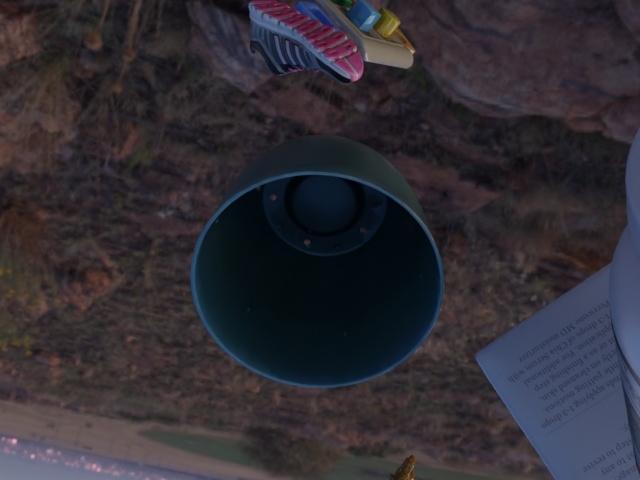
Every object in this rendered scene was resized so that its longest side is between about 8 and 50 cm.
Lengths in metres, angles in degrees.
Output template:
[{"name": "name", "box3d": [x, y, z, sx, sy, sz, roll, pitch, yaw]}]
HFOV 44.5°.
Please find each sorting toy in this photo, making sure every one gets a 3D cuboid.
[{"name": "sorting toy", "box3d": [0.055, -0.343, 1.144, 0.047, 0.196, 0.347, -43, 167, 26]}]

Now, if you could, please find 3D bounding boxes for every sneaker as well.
[{"name": "sneaker", "box3d": [-0.023, -0.227, 0.953, 0.170, 0.063, 0.075, 34, 132, 17]}]

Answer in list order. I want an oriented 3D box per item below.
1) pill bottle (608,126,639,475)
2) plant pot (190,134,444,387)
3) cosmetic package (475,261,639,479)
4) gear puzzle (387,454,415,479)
[{"name": "pill bottle", "box3d": [0.302, 0.069, 0.501, 0.210, 0.210, 0.363, 1, 144, 27]}, {"name": "plant pot", "box3d": [0.000, 0.000, 0.998, 0.293, 0.235, 0.293, 1, 118, 2]}, {"name": "cosmetic package", "box3d": [0.385, 0.251, 0.788, 0.230, 0.453, 0.161, -35, 152, 9]}, {"name": "gear puzzle", "box3d": [0.053, 0.440, 1.064, 0.044, 0.339, 0.175, 33, 144, 5]}]
